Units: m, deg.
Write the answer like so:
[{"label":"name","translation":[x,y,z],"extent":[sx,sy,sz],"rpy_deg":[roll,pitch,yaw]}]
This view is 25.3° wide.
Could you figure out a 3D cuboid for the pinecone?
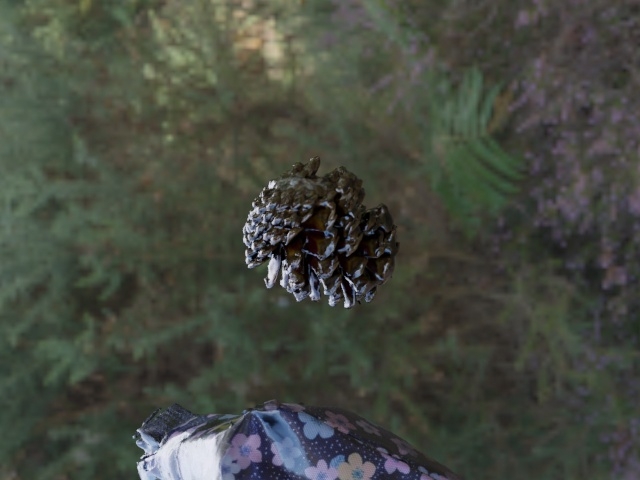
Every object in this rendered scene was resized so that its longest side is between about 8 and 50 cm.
[{"label":"pinecone","translation":[0.000,0.000,0.739],"extent":[0.083,0.077,0.077],"rpy_deg":[45,-163,-18]}]

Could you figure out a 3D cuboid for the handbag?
[{"label":"handbag","translation":[-0.003,0.172,0.886],"extent":[0.126,0.229,0.208],"rpy_deg":[-67,17,-16]}]
